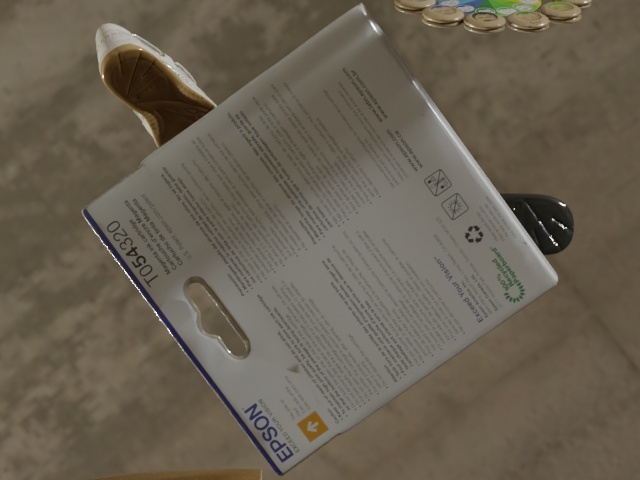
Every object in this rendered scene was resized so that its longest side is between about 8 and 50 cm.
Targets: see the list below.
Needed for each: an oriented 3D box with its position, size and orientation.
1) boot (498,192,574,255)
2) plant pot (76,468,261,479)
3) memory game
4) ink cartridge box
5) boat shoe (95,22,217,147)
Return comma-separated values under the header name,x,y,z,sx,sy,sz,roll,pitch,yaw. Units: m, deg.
name,x,y,z,sx,sy,sz,roll,pitch,yaw
boot,0.135,-0.012,1.746,0.178,0.236,0.085,135,140,-79
plant pot,-0.202,0.336,1.692,0.237,0.254,0.237,-170,90,-87
memory game,0.151,-0.222,1.463,0.186,0.012,0.186,1,28,0
ink cartridge box,0.000,0.000,1.550,0.330,0.324,0.071,-35,5,6
boat shoe,-0.206,-0.196,2.160,0.098,0.277,0.096,-32,50,6
